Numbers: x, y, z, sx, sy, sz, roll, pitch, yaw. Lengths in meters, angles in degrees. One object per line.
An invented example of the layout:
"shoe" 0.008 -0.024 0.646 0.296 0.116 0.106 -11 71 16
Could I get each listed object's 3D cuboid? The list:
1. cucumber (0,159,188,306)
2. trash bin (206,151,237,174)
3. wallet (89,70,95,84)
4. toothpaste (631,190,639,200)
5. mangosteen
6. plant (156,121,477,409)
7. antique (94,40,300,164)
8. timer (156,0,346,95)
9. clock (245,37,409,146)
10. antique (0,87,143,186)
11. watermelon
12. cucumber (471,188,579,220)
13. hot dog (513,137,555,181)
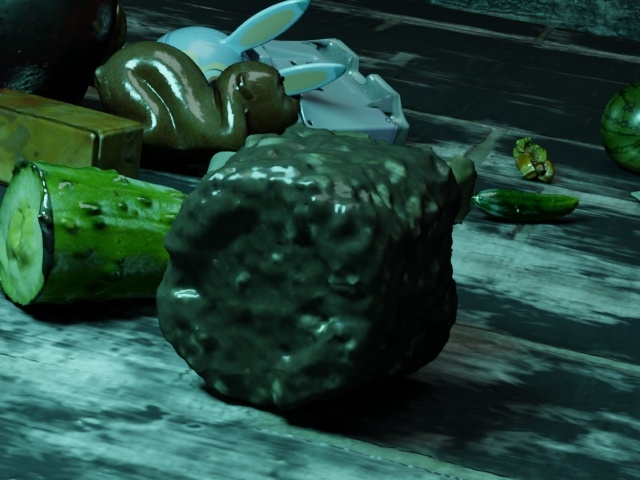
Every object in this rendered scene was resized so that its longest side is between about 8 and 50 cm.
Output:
"cucumber" -0.174 0.001 1.452 0.244 0.134 0.134 2 17 -36
"trash bin" -0.075 -0.058 1.789 0.116 0.059 0.130 9 15 -3
"wallet" -0.277 -0.267 2.430 0.149 0.044 0.250 12 17 24
"toothpaste" 0.529 -0.057 2.133 0.216 0.037 0.062 -2 20 -18
"mangosteen" -0.393 -0.298 2.049 0.307 0.307 0.347 19 3 32
"plant" 0.015 0.009 1.345 0.215 0.213 0.312 10 14 19
"antique" -0.154 -0.167 1.915 0.257 0.143 0.121 6 -12 16
"timer" -0.120 -0.203 2.025 0.255 0.175 0.175 -3 8 33
"clock" -0.010 -0.208 2.185 0.186 0.083 0.253 -6 40 -39
"antique" -0.355 -0.118 1.795 0.310 0.093 0.087 16 18 26
"watermelon" 0.479 -0.169 2.305 0.141 0.140 0.187 9 13 1
"cucumber" 0.249 -0.042 1.932 0.168 0.039 0.039 2 17 -27
"hot dog" 0.298 -0.115 2.196 0.056 0.041 0.133 8 16 -2
